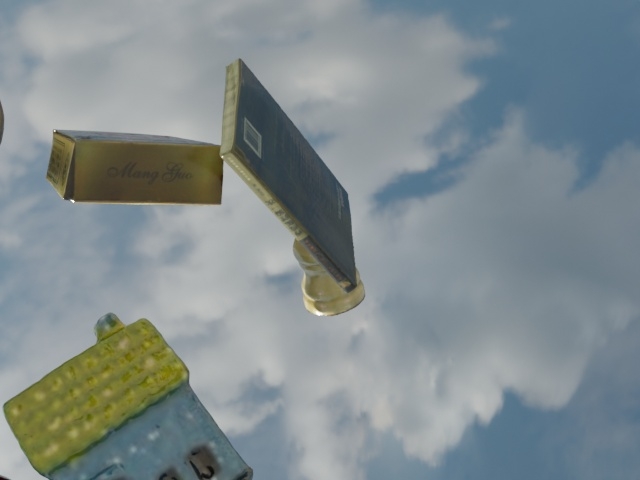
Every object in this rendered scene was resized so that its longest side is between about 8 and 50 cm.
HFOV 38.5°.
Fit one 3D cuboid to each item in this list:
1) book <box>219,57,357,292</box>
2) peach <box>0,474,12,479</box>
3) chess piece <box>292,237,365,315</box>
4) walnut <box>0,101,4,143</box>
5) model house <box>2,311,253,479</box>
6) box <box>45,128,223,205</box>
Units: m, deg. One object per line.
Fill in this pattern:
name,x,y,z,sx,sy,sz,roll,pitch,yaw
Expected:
book,-0.030,-0.067,0.975,0.024,0.228,0.160,-26,-141,19
peach,-0.427,0.361,1.159,0.138,0.138,0.138,-4,-133,5
chess piece,0.000,0.000,1.285,0.090,0.200,0.090,-11,-154,6
walnut,-0.739,-0.243,1.782,0.227,0.273,0.273,11,-130,27
model house,-0.267,0.265,1.247,0.237,0.215,0.303,-32,-98,-19
box,-0.212,-0.084,1.014,0.159,0.071,0.240,3,-173,-21
